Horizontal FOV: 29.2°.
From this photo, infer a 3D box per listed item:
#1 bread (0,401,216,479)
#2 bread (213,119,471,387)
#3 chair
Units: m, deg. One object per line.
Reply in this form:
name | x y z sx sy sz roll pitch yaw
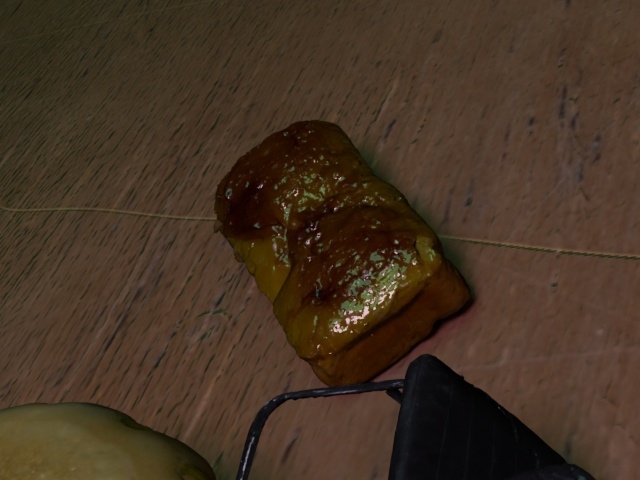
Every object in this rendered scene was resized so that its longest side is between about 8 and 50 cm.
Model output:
bread | -0.161 0.235 0.662 0.333 0.160 0.333 -16 39 13
bread | 0.001 0.001 0.926 0.139 0.077 0.271 -36 34 2
chair | 0.075 0.129 0.567 0.221 0.140 0.145 -31 29 38
